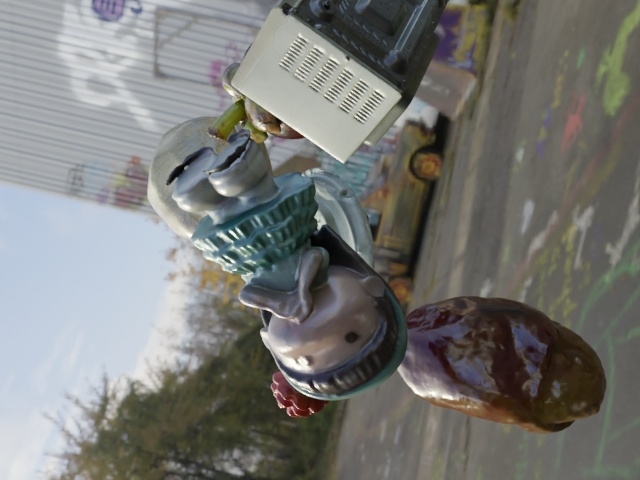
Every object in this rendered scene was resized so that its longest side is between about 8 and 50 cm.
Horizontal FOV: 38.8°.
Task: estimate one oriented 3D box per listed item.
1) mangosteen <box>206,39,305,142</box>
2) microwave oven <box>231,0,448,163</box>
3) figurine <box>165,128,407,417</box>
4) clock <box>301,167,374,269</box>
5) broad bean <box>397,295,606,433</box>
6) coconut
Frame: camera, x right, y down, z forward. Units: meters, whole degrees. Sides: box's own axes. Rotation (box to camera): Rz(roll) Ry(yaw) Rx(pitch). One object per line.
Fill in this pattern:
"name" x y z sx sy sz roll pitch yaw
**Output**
"mangosteen" -0.068 -0.205 1.210 0.156 0.181 0.146 158 104 -79
"microwave oven" 0.039 -0.238 1.053 0.145 0.194 0.241 -52 8 47
"figurine" -0.028 0.030 0.736 0.246 0.137 0.110 56 -149 -23
"clock" 0.000 0.000 1.491 0.236 0.053 0.237 33 131 48
"broad bean" 0.196 0.132 0.991 0.156 0.228 0.122 -47 -35 -64
"coconut" -0.169 -0.083 1.445 0.224 0.224 0.224 -167 90 -90
